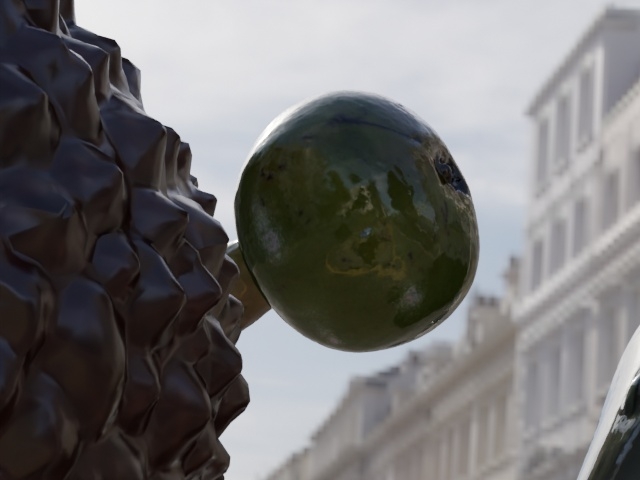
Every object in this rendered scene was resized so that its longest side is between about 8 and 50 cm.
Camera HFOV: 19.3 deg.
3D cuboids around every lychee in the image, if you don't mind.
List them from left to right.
[{"bbox_3d":[-0.153,0.036,0.477,0.264,0.264,0.300,13,-8,-28],"label":"lychee"}]

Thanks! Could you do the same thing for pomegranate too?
[{"bbox_3d":[0.009,0.005,1.274,0.179,0.210,0.179,37,7,-5],"label":"pomegranate"}]

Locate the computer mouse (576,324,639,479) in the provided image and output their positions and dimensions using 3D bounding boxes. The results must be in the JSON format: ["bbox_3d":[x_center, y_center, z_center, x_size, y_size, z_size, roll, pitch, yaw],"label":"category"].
[{"bbox_3d":[0.213,0.192,1.262,0.095,0.331,0.197,19,-13,-18],"label":"computer mouse"}]
